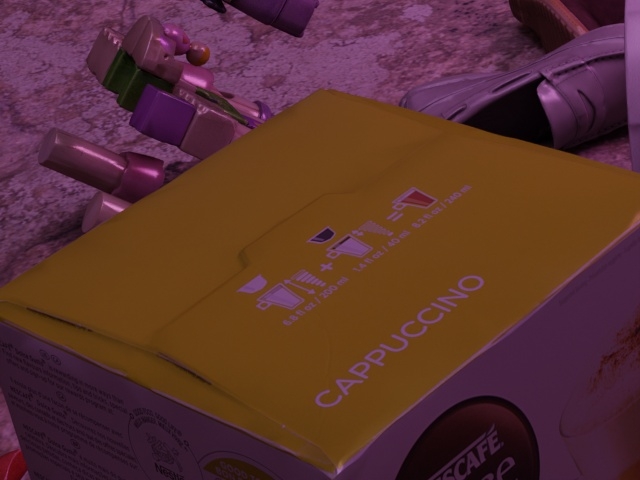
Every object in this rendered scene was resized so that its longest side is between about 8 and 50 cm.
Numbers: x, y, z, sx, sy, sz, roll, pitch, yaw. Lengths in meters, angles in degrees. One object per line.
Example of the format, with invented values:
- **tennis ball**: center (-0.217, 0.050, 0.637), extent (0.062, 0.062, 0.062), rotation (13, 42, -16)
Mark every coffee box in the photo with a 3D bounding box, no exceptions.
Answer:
- **coffee box**: center (0.035, 0.137, 1.292), extent (0.338, 0.334, 0.338), rotation (20, 43, 42)

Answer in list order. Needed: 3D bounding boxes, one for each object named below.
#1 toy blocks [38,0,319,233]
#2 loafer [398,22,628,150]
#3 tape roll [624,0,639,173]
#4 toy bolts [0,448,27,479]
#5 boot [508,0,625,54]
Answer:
- **toy blocks**: center (-0.075, -0.119, 1.848), extent (0.260, 0.309, 0.288), rotation (23, 10, -24)
- **loafer**: center (0.233, -0.130, 1.896), extent (0.319, 0.112, 0.111), rotation (-17, 35, 7)
- **tape roll**: center (0.363, -0.120, 1.689), extent (0.169, 0.246, 0.246), rotation (-3, 32, 15)
- **toy bolts**: center (-0.318, 0.221, 1.437), extent (0.158, 0.218, 0.228), rotation (-11, 12, 15)
- **boot**: center (0.333, -0.261, 2.082), extent (0.207, 0.090, 0.248), rotation (-18, 27, -5)
